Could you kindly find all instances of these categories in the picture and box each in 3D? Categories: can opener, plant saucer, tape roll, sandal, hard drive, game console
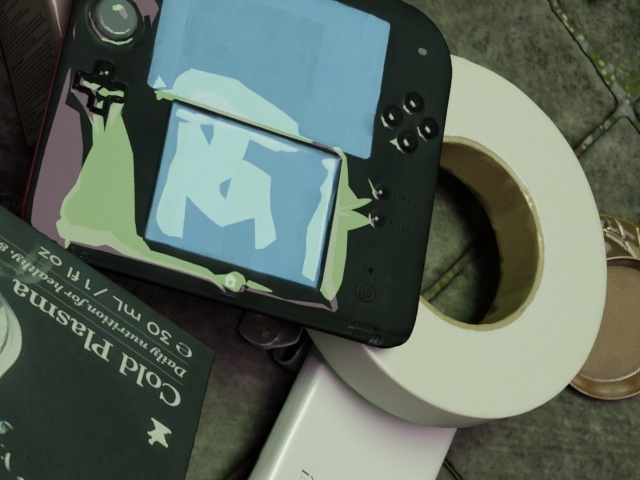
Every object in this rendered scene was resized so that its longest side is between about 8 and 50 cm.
[{"bbox_3d":[0.000,0.000,1.546,0.095,0.076,0.283,51,54,-47],"label":"can opener"},{"bbox_3d":[0.336,0.098,1.684,0.169,0.029,0.168,-3,101,-14],"label":"plant saucer"},{"bbox_3d":[0.132,-0.003,1.518,0.392,0.072,0.392,12,68,-31],"label":"tape roll"},{"bbox_3d":[0.315,0.002,1.718,0.180,0.049,0.072,22,74,-7],"label":"sandal"},{"bbox_3d":[0.038,0.216,1.495,0.203,0.040,0.307,42,61,-31],"label":"hard drive"},{"bbox_3d":[-0.061,-0.106,1.348,0.387,0.060,0.341,17,67,-23],"label":"game console"}]

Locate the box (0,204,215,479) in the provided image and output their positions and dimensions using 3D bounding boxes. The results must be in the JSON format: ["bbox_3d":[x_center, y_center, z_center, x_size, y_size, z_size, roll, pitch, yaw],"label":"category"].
[{"bbox_3d":[-0.371,0.173,1.045,0.480,0.297,0.471,36,30,-17],"label":"box"}]

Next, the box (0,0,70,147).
[{"bbox_3d":[-0.230,-0.223,1.414,0.127,0.149,0.232,-12,85,-31],"label":"box"}]
